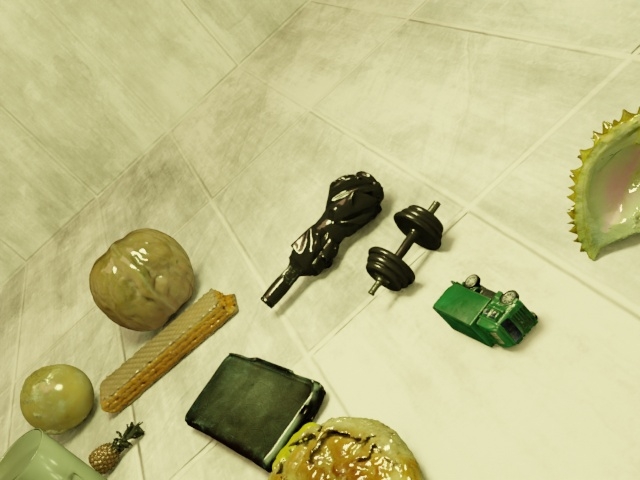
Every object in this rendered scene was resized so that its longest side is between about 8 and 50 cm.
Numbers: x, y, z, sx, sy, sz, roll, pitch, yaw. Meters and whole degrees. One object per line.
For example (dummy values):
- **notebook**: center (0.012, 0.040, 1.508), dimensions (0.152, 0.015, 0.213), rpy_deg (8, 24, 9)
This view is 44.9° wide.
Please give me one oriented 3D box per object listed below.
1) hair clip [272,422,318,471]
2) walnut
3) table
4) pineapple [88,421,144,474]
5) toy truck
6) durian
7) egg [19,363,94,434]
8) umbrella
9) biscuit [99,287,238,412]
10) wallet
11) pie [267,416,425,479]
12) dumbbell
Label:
- **hair clip**: center (-0.053, 0.352, 1.180), dimensions (0.173, 0.046, 0.072), rpy_deg (-56, 7, -21)
- **walnut**: center (-0.434, 0.093, 1.890), dimensions (0.248, 0.248, 0.248), rpy_deg (-32, 28, 20)
- **table**: center (-0.470, 0.455, 1.408), dimensions (0.126, 0.220, 0.126), rpy_deg (-31, 27, 18)
- **pineapple**: center (-0.408, 0.418, 1.573), dimensions (0.124, 0.058, 0.058), rpy_deg (-38, 26, -4)
- **toy truck**: center (0.241, 0.103, 1.129), dimensions (0.079, 0.065, 0.147), rpy_deg (-50, 27, -10)
- **durian**: center (0.470, -0.101, 1.037), dimensions (0.306, 0.172, 0.167), rpy_deg (-17, 60, 28)
- **egg**: center (-0.616, 0.366, 1.804), dimensions (0.201, 0.164, 0.164), rpy_deg (-22, 33, 44)
- **umbrella**: center (0.000, 0.000, 1.572), dimensions (0.340, 0.118, 0.118), rpy_deg (-47, 27, -5)
- **biscuit**: center (-0.344, 0.244, 1.731), dimensions (0.378, 0.054, 0.094), rpy_deg (-40, 27, 6)
- **wallet**: center (-0.121, 0.293, 1.368), dimensions (0.318, 0.045, 0.172), rpy_deg (4, 55, 55)
- **pie**: center (0.022, 0.355, 1.039), dimensions (0.274, 0.055, 0.274), rpy_deg (-25, 38, 21)
- **dumbbell**: center (0.147, 0.012, 1.354), dimensions (0.208, 0.099, 0.099), rpy_deg (-52, 28, -15)
